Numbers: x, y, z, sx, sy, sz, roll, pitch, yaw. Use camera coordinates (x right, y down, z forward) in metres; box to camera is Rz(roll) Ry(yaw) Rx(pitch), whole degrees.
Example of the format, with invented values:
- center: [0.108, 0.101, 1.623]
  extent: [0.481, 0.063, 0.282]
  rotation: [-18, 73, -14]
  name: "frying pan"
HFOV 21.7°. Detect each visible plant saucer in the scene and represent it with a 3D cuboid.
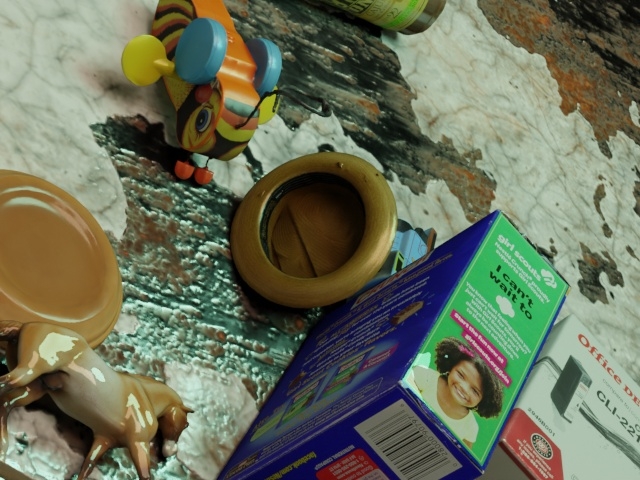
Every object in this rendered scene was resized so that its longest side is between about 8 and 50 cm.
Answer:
- center: [-0.261, 0.016, 1.532]
  extent: [0.200, 0.037, 0.200]
  rotation: [28, 43, -29]
  name: "plant saucer"

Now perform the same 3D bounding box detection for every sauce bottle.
- center: [0.004, -0.352, 2.066]
  extent: [0.344, 0.111, 0.111]
  rotation: [16, 49, -36]
  name: "sauce bottle"

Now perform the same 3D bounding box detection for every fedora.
- center: [0.000, 0.000, 1.756]
  extent: [0.079, 0.194, 0.194]
  rotation: [62, 17, -53]
  name: "fedora"

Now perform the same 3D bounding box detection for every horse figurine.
- center: [-0.219, 0.144, 1.446]
  extent: [0.263, 0.066, 0.174]
  rotation: [36, 45, -24]
  name: "horse figurine"

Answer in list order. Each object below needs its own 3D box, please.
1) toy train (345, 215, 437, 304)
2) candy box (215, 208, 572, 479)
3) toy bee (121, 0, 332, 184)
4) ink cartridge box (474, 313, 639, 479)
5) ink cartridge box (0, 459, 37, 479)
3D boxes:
- center: [0.089, 0.045, 1.822]
  extent: [0.105, 0.080, 0.184]
  rotation: [54, 28, -23]
  name: "toy train"
- center: [0.068, 0.140, 1.582]
  extent: [0.122, 0.268, 0.317]
  rotation: [48, 36, -11]
  name: "candy box"
- center: [-0.123, -0.152, 1.752]
  extent: [0.195, 0.162, 0.298]
  rotation: [26, 18, -19]
  name: "toy bee"
- center: [0.267, 0.238, 1.840]
  extent: [0.197, 0.114, 0.273]
  rotation: [47, 36, -5]
  name: "ink cartridge box"
- center: [-0.254, 0.203, 1.216]
  extent: [0.189, 0.232, 0.066]
  rotation: [34, 39, -23]
  name: "ink cartridge box"
